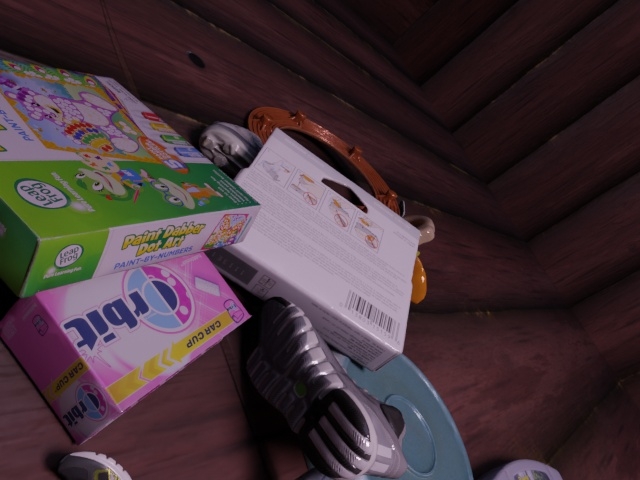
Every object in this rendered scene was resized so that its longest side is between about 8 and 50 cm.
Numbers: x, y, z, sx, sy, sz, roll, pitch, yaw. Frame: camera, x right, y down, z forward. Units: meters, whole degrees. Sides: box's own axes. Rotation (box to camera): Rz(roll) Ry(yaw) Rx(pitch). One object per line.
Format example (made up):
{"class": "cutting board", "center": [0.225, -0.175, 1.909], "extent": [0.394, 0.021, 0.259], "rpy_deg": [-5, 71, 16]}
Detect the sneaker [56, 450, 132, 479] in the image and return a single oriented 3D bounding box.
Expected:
{"class": "sneaker", "center": [-0.145, 0.176, 0.342], "extent": [0.083, 0.031, 0.035], "rpy_deg": [44, 28, -15]}

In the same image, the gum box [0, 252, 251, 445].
{"class": "gum box", "center": [-0.150, 0.067, 0.434], "extent": [0.107, 0.062, 0.188], "rpy_deg": [52, 26, 3]}

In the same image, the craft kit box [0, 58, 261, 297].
{"class": "craft kit box", "center": [-0.215, -0.075, 0.447], "extent": [0.249, 0.061, 0.246], "rpy_deg": [40, 26, 15]}

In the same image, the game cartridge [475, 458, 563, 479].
{"class": "game cartridge", "center": [0.328, 0.432, 0.749], "extent": [0.294, 0.060, 0.196], "rpy_deg": [22, 35, -45]}

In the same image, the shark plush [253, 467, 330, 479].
{"class": "shark plush", "center": [-0.046, 0.233, 0.387], "extent": [0.073, 0.067, 0.161], "rpy_deg": [58, 27, 12]}

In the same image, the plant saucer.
{"class": "plant saucer", "center": [0.099, 0.248, 0.628], "extent": [0.317, 0.043, 0.318], "rpy_deg": [38, 30, -27]}

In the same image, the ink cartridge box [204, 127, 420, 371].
{"class": "ink cartridge box", "center": [0.000, 0.000, 0.663], "extent": [0.275, 0.060, 0.239], "rpy_deg": [35, 39, -10]}

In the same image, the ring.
{"class": "ring", "center": [0.017, -0.144, 0.926], "extent": [0.336, 0.032, 0.337], "rpy_deg": [29, 30, -19]}

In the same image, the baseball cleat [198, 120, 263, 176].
{"class": "baseball cleat", "center": [-0.081, -0.101, 0.744], "extent": [0.206, 0.072, 0.109], "rpy_deg": [45, 28, -15]}

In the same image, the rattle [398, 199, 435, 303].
{"class": "rattle", "center": [0.163, 0.011, 0.997], "extent": [0.143, 0.130, 0.200], "rpy_deg": [55, -2, -17]}

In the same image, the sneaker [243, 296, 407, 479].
{"class": "sneaker", "center": [0.009, 0.156, 0.520], "extent": [0.132, 0.086, 0.229], "rpy_deg": [36, 8, -39]}
